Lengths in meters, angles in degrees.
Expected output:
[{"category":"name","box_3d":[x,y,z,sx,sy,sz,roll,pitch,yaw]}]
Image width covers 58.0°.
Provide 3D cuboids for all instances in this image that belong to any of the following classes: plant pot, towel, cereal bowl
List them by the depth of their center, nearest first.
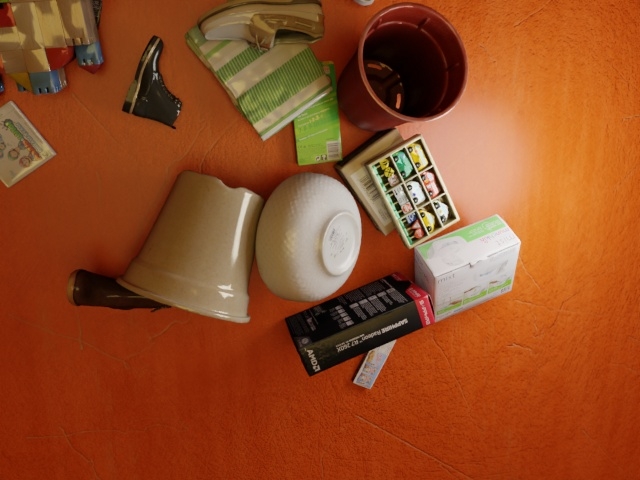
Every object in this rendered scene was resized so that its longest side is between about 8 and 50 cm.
[{"category":"plant pot","box_3d":[0.173,-0.392,1.415,0.272,0.265,0.272,1,87,-17]},{"category":"plant pot","box_3d":[-0.285,0.004,1.419,0.334,0.334,0.305,19,88,-17]},{"category":"towel","box_3d":[-0.148,-0.447,1.448,0.248,0.038,0.325,-37,99,-3]},{"category":"cereal bowl","box_3d":[0.000,0.000,1.466,0.339,0.141,0.339,-18,113,-49]}]

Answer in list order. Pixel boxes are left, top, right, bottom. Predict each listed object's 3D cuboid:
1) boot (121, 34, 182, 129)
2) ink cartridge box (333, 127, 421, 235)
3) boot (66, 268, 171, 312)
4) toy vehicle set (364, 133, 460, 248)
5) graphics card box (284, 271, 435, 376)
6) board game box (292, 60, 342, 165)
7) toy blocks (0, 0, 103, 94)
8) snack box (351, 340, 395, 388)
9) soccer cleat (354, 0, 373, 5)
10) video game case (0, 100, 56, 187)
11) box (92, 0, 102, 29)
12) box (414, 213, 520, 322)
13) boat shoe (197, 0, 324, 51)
[{"category":"boot","box_3d":[-0.387,-0.384,1.416,0.137,0.077,0.198,21,111,-21]},{"category":"ink cartridge box","box_3d":[0.181,-0.164,1.587,0.193,0.088,0.235,-37,108,-1]},{"category":"boot","box_3d":[-0.485,0.126,1.420,0.207,0.248,0.090,3,79,0]},{"category":"toy vehicle set","box_3d":[0.247,-0.129,1.545,0.166,0.035,0.267,-31,110,-5]},{"category":"graphics card box","box_3d":[0.100,0.219,1.584,0.371,0.233,0.094,-21,107,-8]},{"category":"board game box","box_3d":[-0.014,-0.335,1.527,0.124,0.039,0.259,-8,107,-11]},{"category":"toy blocks","box_3d":[-0.650,-0.444,1.285,0.381,0.191,0.261,-6,115,-5]},{"category":"snack box","box_3d":[0.161,0.359,1.742,0.064,0.022,0.178,25,97,-18]},{"category":"soccer cleat","box_3d":[0.051,-0.648,1.445,0.196,0.076,0.068,18,99,-16]},{"category":"video game case","box_3d":[-0.747,-0.230,1.390,0.143,0.019,0.157,-36,109,-2]},{"category":"box","box_3d":[-0.562,-0.540,1.358,0.083,0.018,0.067,9,101,-15]},{"category":"box","box_3d":[0.407,0.084,1.626,0.262,0.127,0.231,-22,139,-7]},{"category":"boat shoe","box_3d":[-0.134,-0.508,1.369,0.302,0.113,0.103,-13,91,-8]}]
